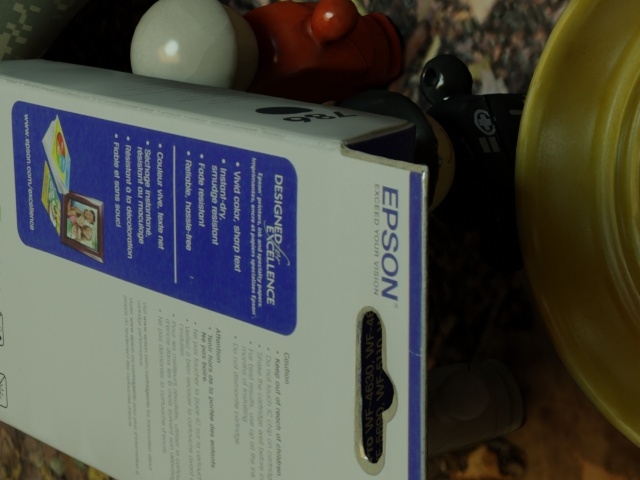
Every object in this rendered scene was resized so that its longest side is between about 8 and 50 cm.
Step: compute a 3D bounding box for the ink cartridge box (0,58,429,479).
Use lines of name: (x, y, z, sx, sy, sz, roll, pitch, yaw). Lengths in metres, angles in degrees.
ink cartridge box: (-0.050, 0.022, 0.659, 0.333, 0.065, 0.165, 17, 111, 49)

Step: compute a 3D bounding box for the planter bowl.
planter bowl: (0.183, -0.019, 0.596, 0.217, 0.090, 0.217, 4, 96, 46)

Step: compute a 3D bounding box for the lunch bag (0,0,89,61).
lunch bag: (-0.262, -0.172, 0.908, 0.256, 0.213, 0.305, -47, 37, 29)

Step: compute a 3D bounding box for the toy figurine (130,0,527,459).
toy figurine: (0.000, 0.000, 0.747, 0.213, 0.148, 0.209, 34, 117, 39)
